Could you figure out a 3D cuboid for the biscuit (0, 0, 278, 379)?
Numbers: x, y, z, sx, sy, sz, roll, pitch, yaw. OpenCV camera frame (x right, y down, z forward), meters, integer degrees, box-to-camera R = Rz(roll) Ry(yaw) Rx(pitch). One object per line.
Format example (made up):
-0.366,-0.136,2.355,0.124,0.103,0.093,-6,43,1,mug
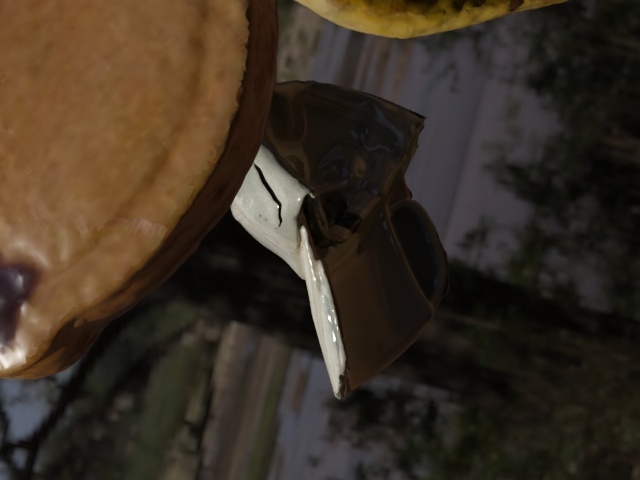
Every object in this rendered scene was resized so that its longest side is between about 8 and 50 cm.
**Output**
-0.226,-0.140,1.022,0.350,0.455,0.078,-66,-25,1,biscuit

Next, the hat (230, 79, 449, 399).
0.000,0.000,1.437,0.219,0.164,0.226,-27,-52,-57,hat

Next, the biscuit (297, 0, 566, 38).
0.082,-0.378,1.725,0.429,0.446,0.104,59,157,13,biscuit
